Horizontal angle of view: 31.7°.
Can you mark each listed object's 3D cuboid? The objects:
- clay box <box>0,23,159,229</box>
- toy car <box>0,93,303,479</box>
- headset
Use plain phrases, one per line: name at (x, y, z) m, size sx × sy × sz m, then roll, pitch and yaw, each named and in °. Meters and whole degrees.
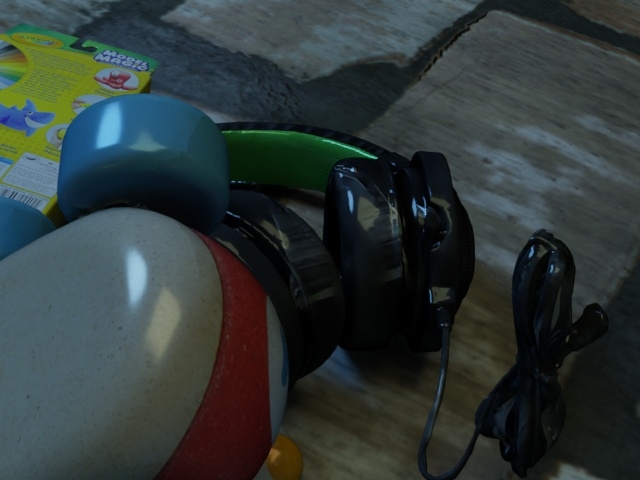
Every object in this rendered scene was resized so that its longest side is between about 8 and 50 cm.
clay box at (-0.211, -0.079, 0.818) m, size 0.128 × 0.053 × 0.222 m, roll 17°, pitch 38°, yaw 6°
toy car at (-0.064, 0.100, 0.511) m, size 0.238 × 0.210 × 0.219 m, roll 35°, pitch 40°, yaw -42°
headset at (0.000, 0.000, 0.675) m, size 0.243 × 0.185 × 0.394 m, roll -16°, pitch 36°, yaw -30°
